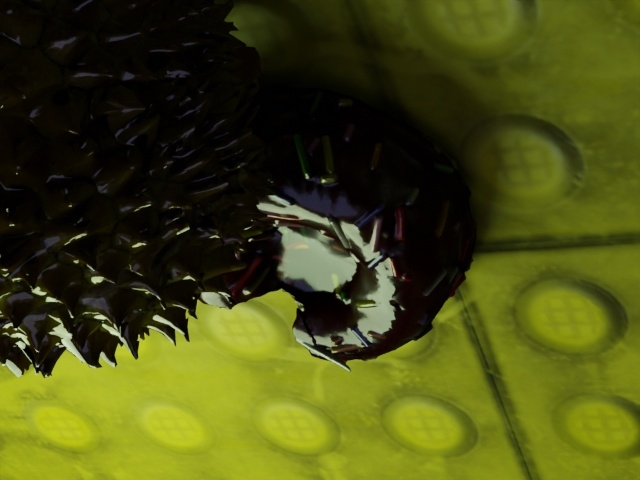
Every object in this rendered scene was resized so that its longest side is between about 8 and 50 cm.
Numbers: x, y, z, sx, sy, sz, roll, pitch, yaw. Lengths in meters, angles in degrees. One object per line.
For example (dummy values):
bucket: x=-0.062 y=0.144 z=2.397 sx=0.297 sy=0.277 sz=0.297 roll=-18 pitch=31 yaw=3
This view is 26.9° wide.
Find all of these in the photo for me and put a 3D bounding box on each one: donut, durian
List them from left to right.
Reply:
durian: x=-0.224 y=-0.070 z=0.804 sx=0.384 sy=0.348 sz=0.348 roll=-13 pitch=133 yaw=-3
donut: x=-0.001 y=-0.001 z=0.953 sx=0.230 sy=0.096 sz=0.216 roll=41 pitch=134 yaw=-19
